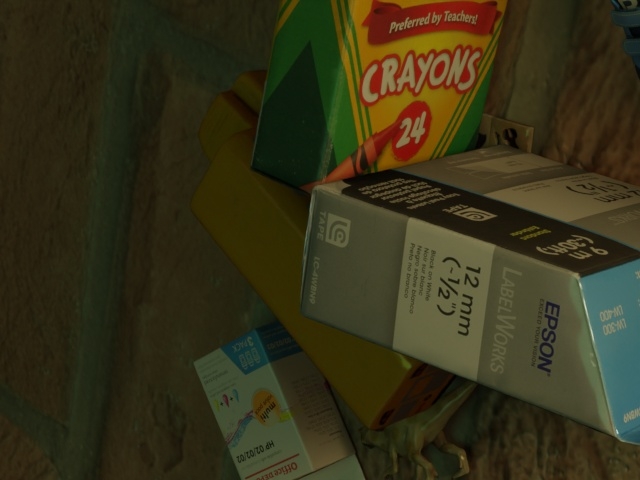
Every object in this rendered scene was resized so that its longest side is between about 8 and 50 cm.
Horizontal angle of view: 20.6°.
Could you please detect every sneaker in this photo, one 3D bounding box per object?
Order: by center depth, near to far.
[{"bbox_3d":[0.243,-0.167,1.313,0.053,0.059,0.144,-7,97,43],"label":"sneaker"}]

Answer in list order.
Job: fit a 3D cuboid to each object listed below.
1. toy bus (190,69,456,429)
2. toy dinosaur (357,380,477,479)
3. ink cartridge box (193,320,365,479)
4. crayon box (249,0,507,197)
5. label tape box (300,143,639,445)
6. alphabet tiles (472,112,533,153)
[{"bbox_3d":[0.000,0.000,1.530,0.333,0.130,0.108,50,130,23],"label":"toy bus"},{"bbox_3d":[0.090,0.172,1.557,0.183,0.053,0.093,-34,76,44],"label":"toy dinosaur"},{"bbox_3d":[-0.038,0.176,1.675,0.104,0.061,0.181,-31,80,44],"label":"ink cartridge box"},{"bbox_3d":[0.062,-0.203,1.371,0.081,0.202,0.319,26,116,36],"label":"crayon box"},{"bbox_3d":[0.196,0.034,1.275,0.347,0.249,0.115,18,110,37],"label":"label tape box"},{"bbox_3d":[0.083,-0.070,1.531,0.237,0.009,0.198,21,114,39],"label":"alphabet tiles"}]
